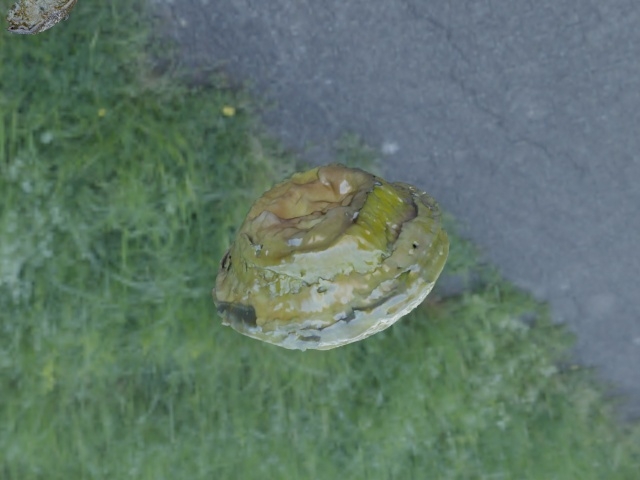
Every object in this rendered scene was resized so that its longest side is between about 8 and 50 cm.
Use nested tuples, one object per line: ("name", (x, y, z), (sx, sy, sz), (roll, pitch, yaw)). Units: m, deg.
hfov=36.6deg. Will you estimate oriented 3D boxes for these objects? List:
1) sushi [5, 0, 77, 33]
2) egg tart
("sushi", (-0.333, -0.293, 1.175), (0.061, 0.118, 0.060), (31, 175, -6))
("egg tart", (0.000, 0.000, 1.311), (0.351, 0.352, 0.150), (-12, 125, 15))
